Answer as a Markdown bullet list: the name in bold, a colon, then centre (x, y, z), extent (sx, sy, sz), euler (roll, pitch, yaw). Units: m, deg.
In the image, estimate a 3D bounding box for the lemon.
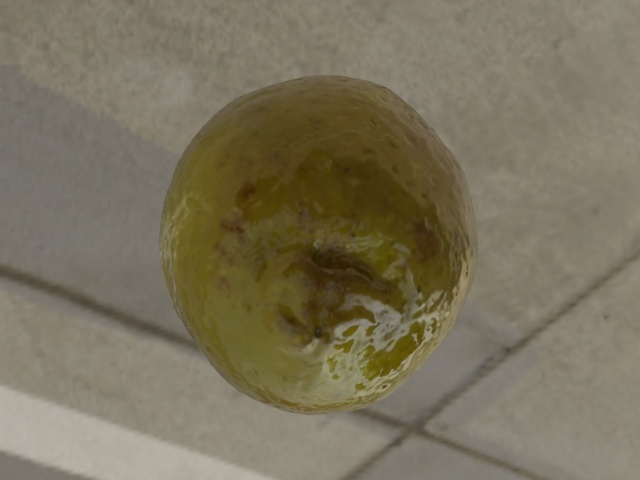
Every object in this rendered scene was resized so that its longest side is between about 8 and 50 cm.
- **lemon**: centre (0.000, 0.000, 0.731), extent (0.170, 0.207, 0.170), euler (1, 98, 4)
